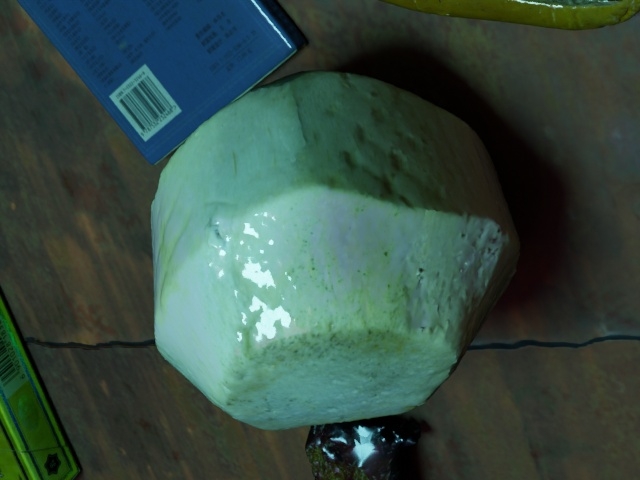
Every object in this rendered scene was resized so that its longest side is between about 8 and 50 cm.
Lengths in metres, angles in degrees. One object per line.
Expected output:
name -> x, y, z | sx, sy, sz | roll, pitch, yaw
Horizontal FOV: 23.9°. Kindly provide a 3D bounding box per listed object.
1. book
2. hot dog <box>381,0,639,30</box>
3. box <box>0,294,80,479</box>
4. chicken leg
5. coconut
book -> -0.154, -0.203, 1.123 | 0.269, 0.025, 0.191 | 51, 132, -6
hot dog -> 0.085, -0.185, 0.946 | 0.249, 0.068, 0.100 | 15, 126, 24
box -> -0.335, 0.149, 1.455 | 0.141, 0.064, 0.220 | -3, 116, 35
chicken leg -> 0.047, 0.209, 1.246 | 0.105, 0.063, 0.234 | 4, 124, 37
coconut -> 0.000, 0.000, 1.023 | 0.259, 0.259, 0.259 | 17, 128, 23
